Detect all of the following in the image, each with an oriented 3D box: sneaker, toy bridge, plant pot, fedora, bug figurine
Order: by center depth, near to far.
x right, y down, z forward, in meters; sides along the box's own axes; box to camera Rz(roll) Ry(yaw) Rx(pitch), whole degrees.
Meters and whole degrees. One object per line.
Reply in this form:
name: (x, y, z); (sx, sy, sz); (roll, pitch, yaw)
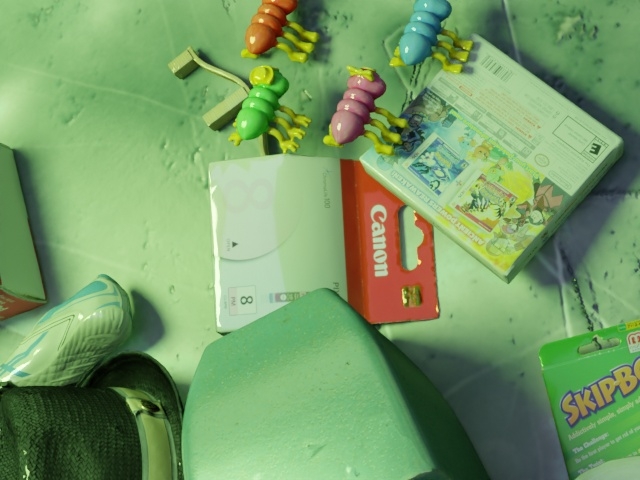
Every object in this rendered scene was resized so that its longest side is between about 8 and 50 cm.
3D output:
plant pot: (0.008, 0.199, 1.443); (0.248, 0.247, 0.252); (-27, 58, 13)
fedora: (-0.265, 0.254, 1.485); (0.334, 0.153, 0.334); (-36, 45, 46)
bug figurine: (0.010, -0.190, 1.554); (0.279, 0.072, 0.216); (7, 63, 29)
sneaker: (-0.304, 0.129, 1.649); (0.237, 0.085, 0.086); (-38, 36, 15)
toy bridge: (-0.102, -0.150, 1.652); (0.063, 0.026, 0.188); (-36, 70, 7)

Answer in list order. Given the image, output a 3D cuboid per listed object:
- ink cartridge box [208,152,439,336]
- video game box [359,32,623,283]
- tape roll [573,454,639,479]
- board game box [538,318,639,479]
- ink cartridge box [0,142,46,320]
ink cartridge box: (0.000, 0.000, 1.557); (0.232, 0.066, 0.189); (-6, 78, 14)
video game box: (0.177, -0.087, 1.518); (0.205, 0.048, 0.187); (40, 82, 22)
tape roll: (0.312, 0.309, 1.361); (0.219, 0.072, 0.219); (-3, 80, 17)
board game box: (0.304, 0.214, 1.436); (0.124, 0.039, 0.259); (-16, 78, 15)
ink cartridge box: (-0.485, 0.019, 1.702); (0.283, 0.117, 0.207); (-21, 74, 14)
